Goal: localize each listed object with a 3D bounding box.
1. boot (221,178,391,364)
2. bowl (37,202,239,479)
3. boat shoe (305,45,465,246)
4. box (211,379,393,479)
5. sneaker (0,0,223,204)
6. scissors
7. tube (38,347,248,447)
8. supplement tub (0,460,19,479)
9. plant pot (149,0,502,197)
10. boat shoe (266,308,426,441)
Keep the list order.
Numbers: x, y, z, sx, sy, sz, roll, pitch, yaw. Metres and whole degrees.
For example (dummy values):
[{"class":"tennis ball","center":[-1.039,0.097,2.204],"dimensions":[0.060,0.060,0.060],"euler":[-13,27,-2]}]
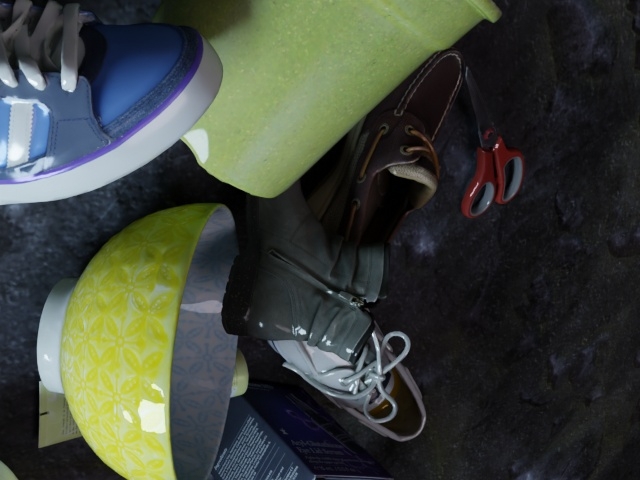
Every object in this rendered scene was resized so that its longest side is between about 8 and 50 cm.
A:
[{"class":"boot","center":[0.000,0.000,0.933],"dimensions":[0.083,0.161,0.246],"euler":[71,29,-74]},{"class":"bowl","center":[-0.182,0.098,0.877],"dimensions":[0.156,0.289,0.289],"euler":[5,124,5]},{"class":"boat shoe","center":[0.087,-0.078,1.011],"dimensions":[0.342,0.123,0.123],"euler":[-56,139,-11]},{"class":"box","center":[-0.040,0.273,1.109],"dimensions":[0.153,0.207,0.108],"euler":[18,105,-47]},{"class":"sneaker","center":[-0.257,-0.139,0.614],"dimensions":[0.323,0.130,0.236],"euler":[-15,140,12]},{"class":"scissors","center":[0.225,-0.137,1.163],"dimensions":[0.109,0.021,0.297],"euler":[-31,143,-14]},{"class":"tube","center":[-0.200,0.170,1.015],"dimensions":[0.240,0.062,0.070],"euler":[-10,83,-31]},{"class":"supplement tub","center":[-0.371,0.388,0.881],"dimensions":[0.235,0.235,0.324],"euler":[-25,132,-26]},{"class":"plant pot","center":[-0.029,-0.186,0.782],"dimensions":[0.276,0.276,0.254],"euler":[23,113,-47]},{"class":"boat shoe","center":[0.049,0.165,1.145],"dimensions":[0.136,0.156,0.367],"euler":[-43,136,-10]}]
